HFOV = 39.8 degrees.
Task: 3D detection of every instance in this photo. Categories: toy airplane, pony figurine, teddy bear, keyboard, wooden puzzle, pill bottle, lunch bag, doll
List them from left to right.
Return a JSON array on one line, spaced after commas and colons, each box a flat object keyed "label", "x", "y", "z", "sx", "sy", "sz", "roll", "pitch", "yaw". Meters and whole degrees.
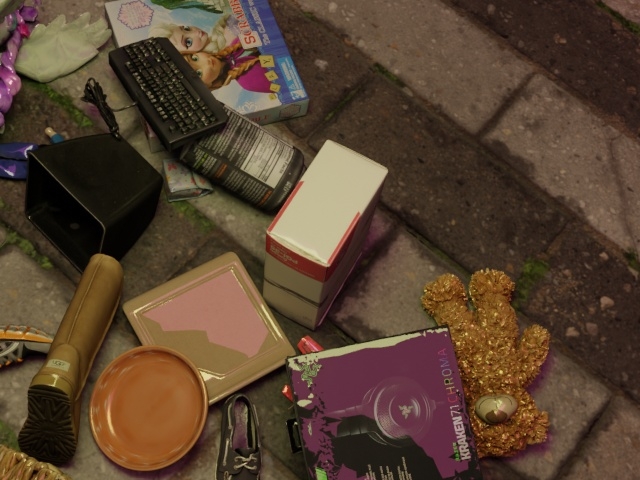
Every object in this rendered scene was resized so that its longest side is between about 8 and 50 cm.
[{"label": "pony figurine", "x": -0.597, "y": -0.371, "z": 1.590, "sx": 0.351, "sy": 0.303, "sz": 0.363, "roll": -43, "pitch": 74, "yaw": 0}, {"label": "doll", "x": -0.503, "y": -0.146, "z": 1.602, "sx": 0.189, "sy": 0.046, "sz": 0.129, "roll": 6, "pitch": 66, "yaw": -6}, {"label": "keyboard", "x": -0.309, "y": -0.256, "z": 1.557, "sx": 0.201, "sy": 0.033, "sz": 0.317, "roll": -28, "pitch": 49, "yaw": -12}, {"label": "lunch bag", "x": -0.246, "y": -0.116, "z": 1.628, "sx": 0.083, "sy": 0.053, "sz": 0.071, "roll": -8, "pitch": 68, "yaw": -23}, {"label": "wooden puzzle", "x": -0.192, "y": 0.158, "z": 1.521, "sx": 0.221, "sy": 0.044, "sz": 0.239, "roll": -27, "pitch": 68, "yaw": -19}, {"label": "pill bottle", "x": -0.120, "y": -0.138, "z": 1.600, "sx": 0.245, "sy": 0.130, "sz": 0.130, "roll": 31, "pitch": 63, "yaw": -14}, {"label": "toy airplane", "x": 0.000, "y": 0.244, "z": 1.517, "sx": 0.151, "sy": 0.028, "sz": 0.151, "roll": 4, "pitch": 70, "yaw": -11}, {"label": "teddy bear", "x": 0.284, "y": 0.202, "z": 1.538, "sx": 0.245, "sy": 0.113, "sz": 0.338, "roll": 10, "pitch": 64, "yaw": -2}]

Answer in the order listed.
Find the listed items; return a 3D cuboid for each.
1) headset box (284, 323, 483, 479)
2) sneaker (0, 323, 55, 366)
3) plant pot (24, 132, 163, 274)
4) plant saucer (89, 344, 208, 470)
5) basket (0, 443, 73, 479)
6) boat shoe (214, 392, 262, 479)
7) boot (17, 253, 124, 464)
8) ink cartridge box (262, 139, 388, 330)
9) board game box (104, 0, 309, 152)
[{"label": "headset box", "x": 0.088, "y": 0.284, "z": 1.410, "sx": 0.283, "sy": 0.131, "sz": 0.246, "roll": -11, "pitch": 78, "yaw": 1}, {"label": "sneaker", "x": -0.534, "y": 0.180, "z": 1.438, "sx": 0.215, "sy": 0.084, "sz": 0.083, "roll": 0, "pitch": 90, "yaw": -12}, {"label": "plant pot", "x": -0.381, "y": -0.075, "z": 1.525, "sx": 0.188, "sy": 0.187, "sz": 0.167, "roll": 42, "pitch": 53, "yaw": 10}, {"label": "plant saucer", "x": -0.273, "y": 0.270, "z": 1.427, "sx": 0.200, "sy": 0.037, "sz": 0.200, "roll": -3, "pitch": 73, "yaw": 10}, {"label": "basket", "x": -0.459, "y": 0.485, "z": 1.297, "sx": 0.213, "sy": 0.223, "sz": 0.299, "roll": 11, "pitch": 59, "yaw": 33}, {"label": "boat shoe", "x": -0.131, "y": 0.347, "z": 1.427, "sx": 0.075, "sy": 0.065, "sz": 0.206, "roll": 2, "pitch": 67, "yaw": -11}, {"label": "boot", "x": -0.389, "y": 0.193, "z": 1.419, "sx": 0.089, "sy": 0.236, "sz": 0.269, "roll": 18, "pitch": 41, "yaw": -8}, {"label": "ink cartridge box", "x": 0.000, "y": 0.000, "z": 1.488, "sx": 0.117, "sy": 0.283, "sz": 0.207, "roll": 28, "pitch": 64, "yaw": 8}, {"label": "board game box", "x": -0.225, "y": -0.354, "z": 1.730, "sx": 0.318, "sy": 0.066, "sz": 0.319, "roll": -17, "pitch": 70, "yaw": -16}]
